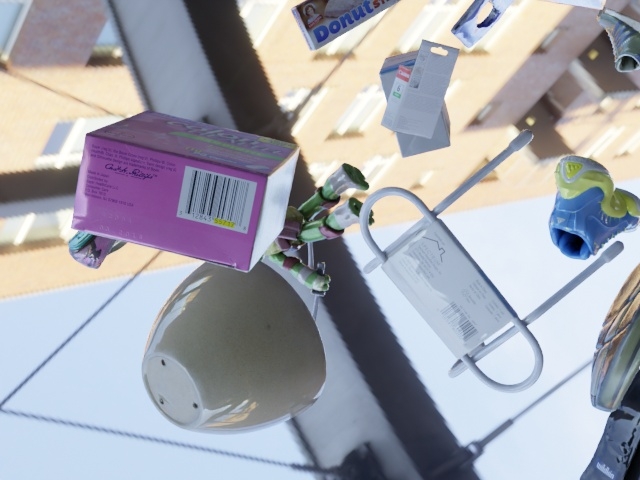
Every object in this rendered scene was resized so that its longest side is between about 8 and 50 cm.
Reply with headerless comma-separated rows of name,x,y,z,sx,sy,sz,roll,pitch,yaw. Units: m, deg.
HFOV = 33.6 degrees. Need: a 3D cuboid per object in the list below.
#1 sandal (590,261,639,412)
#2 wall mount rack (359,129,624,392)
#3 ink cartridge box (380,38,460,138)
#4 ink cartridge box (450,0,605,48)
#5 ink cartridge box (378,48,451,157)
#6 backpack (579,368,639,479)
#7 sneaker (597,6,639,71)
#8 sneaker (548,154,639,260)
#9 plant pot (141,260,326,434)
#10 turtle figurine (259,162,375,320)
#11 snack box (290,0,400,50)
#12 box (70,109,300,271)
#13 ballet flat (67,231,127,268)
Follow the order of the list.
sandal,0.318,0.022,0.848,0.086,0.303,0.120,37,-170,5
wall mount rack,0.235,0.027,1.506,0.350,0.304,0.130,51,-150,4
ink cartridge box,0.120,-0.184,1.273,0.063,0.115,0.029,7,-162,-34
ink cartridge box,0.204,-0.361,0.911,0.151,0.395,0.270,13,-174,16
ink cartridge box,0.148,-0.219,1.629,0.231,0.078,0.134,-69,-37,-72
backpack,0.540,0.303,1.517,0.213,0.263,0.276,-17,-154,-30
sneaker,0.511,-0.326,1.768,0.064,0.086,0.192,17,-162,-31
sneaker,0.369,-0.025,1.459,0.091,0.126,0.240,16,173,40
plant pot,-0.159,0.186,1.615,0.284,0.284,0.191,48,-133,10
turtle figurine,0.000,0.000,1.962,0.274,0.266,0.198,50,-151,-8
snack box,0.045,-0.327,1.446,0.178,0.022,0.064,-34,-70,-21
box,-0.154,-0.068,1.289,0.214,0.117,0.243,14,-166,5
ballet flat,-0.329,-0.046,1.768,0.077,0.221,0.079,27,167,50
